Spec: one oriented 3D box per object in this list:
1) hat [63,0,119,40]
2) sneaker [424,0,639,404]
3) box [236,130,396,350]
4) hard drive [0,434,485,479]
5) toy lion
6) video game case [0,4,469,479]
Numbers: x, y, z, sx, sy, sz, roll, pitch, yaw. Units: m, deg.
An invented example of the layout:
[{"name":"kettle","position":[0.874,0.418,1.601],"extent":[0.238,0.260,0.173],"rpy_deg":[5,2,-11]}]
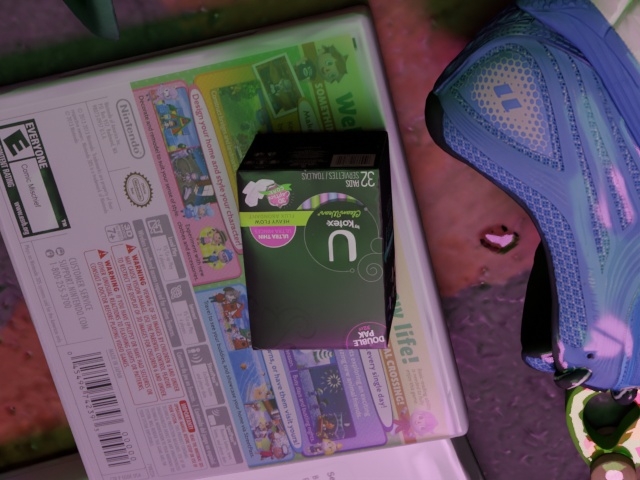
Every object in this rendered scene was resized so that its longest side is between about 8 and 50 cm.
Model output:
[{"name":"hat","position":[-0.044,-0.199,0.501],"extent":[0.183,0.173,0.208],"rpy_deg":[-31,158,-10]},{"name":"sneaker","position":[0.170,0.021,0.621],"extent":[0.147,0.130,0.330],"rpy_deg":[-34,107,26]},{"name":"box","position":[0.000,0.000,0.607],"extent":[0.062,0.052,0.083],"rpy_deg":[0,113,8]},{"name":"hard drive","position":[-0.051,0.188,0.785],"extent":[0.307,0.040,0.203],"rpy_deg":[-16,120,14]},{"name":"toy lion","position":[0.168,0.072,0.703],"extent":[0.100,0.034,0.096],"rpy_deg":[-23,112,18]},{"name":"video game case","position":[-0.046,0.012,0.659],"extent":[0.193,0.023,0.212],"rpy_deg":[-11,110,11]}]
